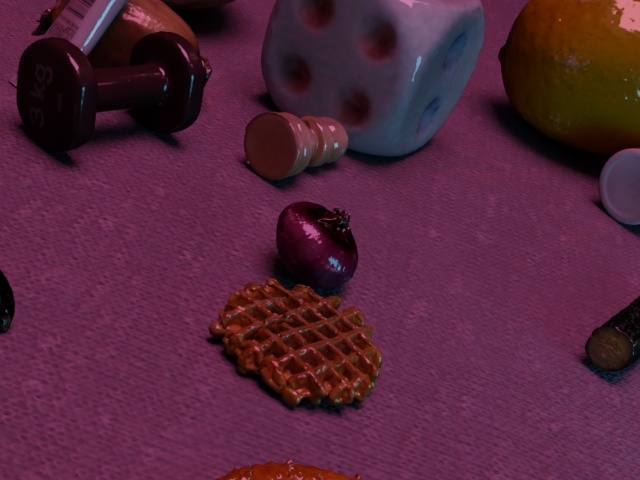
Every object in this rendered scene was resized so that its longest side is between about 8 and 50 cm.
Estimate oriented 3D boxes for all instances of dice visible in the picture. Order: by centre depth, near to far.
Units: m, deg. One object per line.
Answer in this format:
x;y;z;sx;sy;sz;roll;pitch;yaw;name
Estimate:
0.085;-0.305;1.551;0.268;0.263;0.264;30;30;19;dice

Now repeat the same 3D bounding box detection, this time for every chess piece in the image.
-0.023;-0.143;1.385;0.094;0.094;0.170;35;28;23;chess piece

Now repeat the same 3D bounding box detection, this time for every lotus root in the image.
-0.278;-0.297;1.418;0.256;0.140;0.154;22;18;-14;lotus root

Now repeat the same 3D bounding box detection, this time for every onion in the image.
0.000;0.000;1.142;0.115;0.104;0.115;30;30;-20;onion

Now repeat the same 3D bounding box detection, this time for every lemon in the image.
0.499;-0.331;1.820;0.364;0.364;0.364;16;29;-9;lemon

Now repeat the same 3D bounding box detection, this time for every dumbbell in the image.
-0.266;-0.195;1.255;0.124;0.140;0.225;28;27;32;dumbbell

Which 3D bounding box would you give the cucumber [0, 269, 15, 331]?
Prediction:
-0.387;-0.011;0.949;0.284;0.056;0.056;38;32;18;cucumber

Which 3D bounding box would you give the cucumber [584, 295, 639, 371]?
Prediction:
0.432;0.105;1.295;0.067;0.068;0.293;35;30;23;cucumber

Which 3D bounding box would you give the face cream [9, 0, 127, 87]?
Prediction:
-0.318;-0.289;1.303;0.092;0.244;0.058;37;0;28;face cream

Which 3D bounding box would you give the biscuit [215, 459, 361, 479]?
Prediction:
0.004;0.267;0.760;0.253;0.035;0.254;16;30;-10;biscuit

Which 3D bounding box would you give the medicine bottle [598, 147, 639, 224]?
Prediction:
0.640;-0.102;1.717;0.340;0.130;0.130;-7;40;-40;medicine bottle

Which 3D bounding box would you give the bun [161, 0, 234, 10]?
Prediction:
-0.271;-0.519;1.735;0.364;0.202;0.364;14;23;-6;bun

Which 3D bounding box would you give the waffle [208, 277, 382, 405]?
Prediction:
-0.019;0.104;1.018;0.191;0.038;0.191;16;28;-9;waffle
